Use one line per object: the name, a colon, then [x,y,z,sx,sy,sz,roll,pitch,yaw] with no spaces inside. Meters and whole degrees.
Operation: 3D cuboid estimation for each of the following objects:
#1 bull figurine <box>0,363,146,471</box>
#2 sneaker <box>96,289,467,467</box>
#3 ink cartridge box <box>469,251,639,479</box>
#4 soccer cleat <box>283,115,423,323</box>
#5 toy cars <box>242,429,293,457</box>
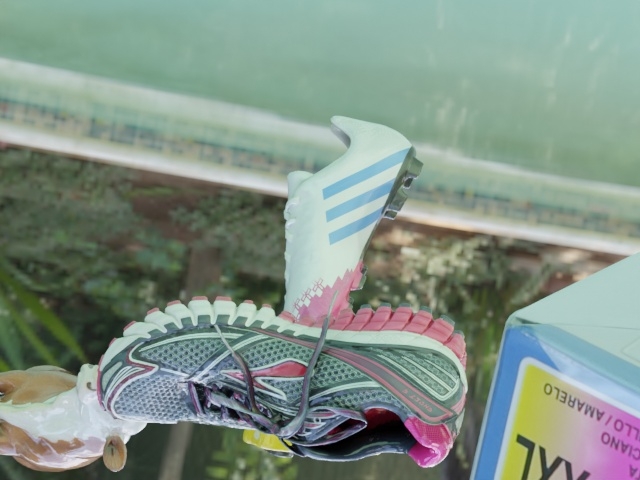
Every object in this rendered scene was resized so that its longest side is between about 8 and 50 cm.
bull figurine: [-0.268,0.161,1.236,0.188,0.101,0.310,12,166,-12]
sneaker: [-0.035,0.116,1.048,0.299,0.112,0.121,-3,140,10]
ink cartridge box: [0.172,0.195,0.585,0.151,0.396,0.270,29,-149,33]
soccer cleat: [0.000,0.000,1.616,0.143,0.331,0.116,27,165,1]
toy cars: [0.063,0.277,1.522,0.087,0.176,0.394,20,148,54]
